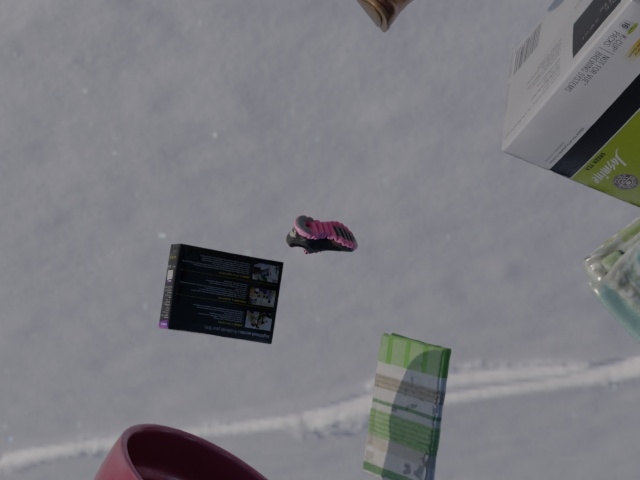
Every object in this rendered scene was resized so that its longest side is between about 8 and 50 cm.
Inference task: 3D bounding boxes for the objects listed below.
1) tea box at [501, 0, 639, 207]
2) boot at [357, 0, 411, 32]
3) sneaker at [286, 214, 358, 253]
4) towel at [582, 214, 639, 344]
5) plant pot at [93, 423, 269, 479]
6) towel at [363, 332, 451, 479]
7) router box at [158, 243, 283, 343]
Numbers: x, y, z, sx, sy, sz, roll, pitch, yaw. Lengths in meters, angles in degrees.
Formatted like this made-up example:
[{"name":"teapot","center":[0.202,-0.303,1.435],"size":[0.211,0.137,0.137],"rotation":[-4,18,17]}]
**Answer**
[{"name":"tea box","center":[0.475,-0.233,1.679],"size":[0.324,0.220,0.329],"rotation":[22,142,-12]},{"name":"boot","center":[0.120,-0.360,1.648],"size":[0.152,0.197,0.073],"rotation":[-37,103,10]},{"name":"sneaker","center":[0.000,0.000,1.816],"size":[0.119,0.047,0.057],"rotation":[15,129,-32]},{"name":"towel","center":[0.549,0.070,1.478],"size":[0.320,0.374,0.090],"rotation":[-42,176,2]},{"name":"plant pot","center":[-0.136,0.291,1.078],"size":[0.201,0.180,0.201],"rotation":[32,-171,-6]},{"name":"towel","center":[0.092,0.177,1.248],"size":[0.023,0.152,0.113],"rotation":[8,-179,-34]},{"name":"router box","center":[-0.153,0.084,1.892],"size":[0.179,0.133,0.046],"rotation":[11,173,-26]}]
